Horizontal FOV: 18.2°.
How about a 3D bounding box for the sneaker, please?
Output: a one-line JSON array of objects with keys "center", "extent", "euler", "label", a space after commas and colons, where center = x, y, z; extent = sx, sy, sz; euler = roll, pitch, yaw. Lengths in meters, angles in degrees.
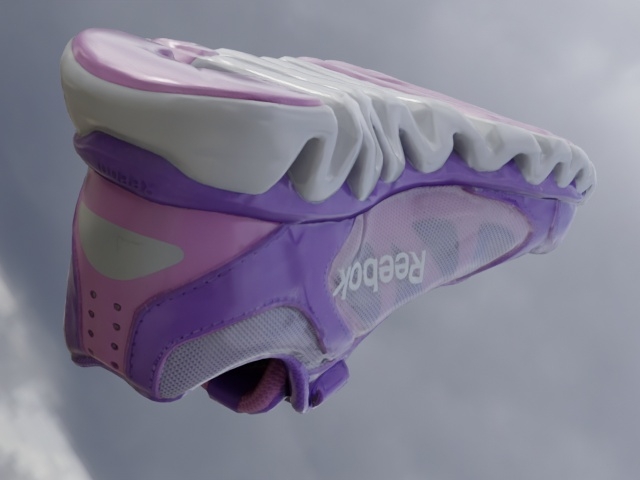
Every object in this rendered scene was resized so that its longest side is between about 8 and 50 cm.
[{"center": [0.000, 0.000, 0.608], "extent": [0.095, 0.236, 0.104], "euler": [19, -80, 32], "label": "sneaker"}]
